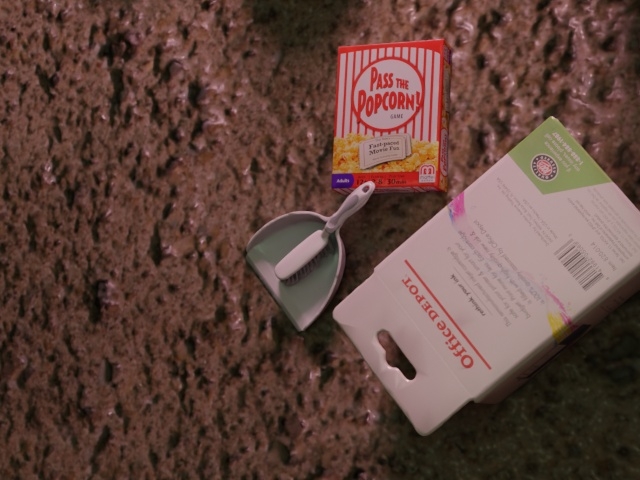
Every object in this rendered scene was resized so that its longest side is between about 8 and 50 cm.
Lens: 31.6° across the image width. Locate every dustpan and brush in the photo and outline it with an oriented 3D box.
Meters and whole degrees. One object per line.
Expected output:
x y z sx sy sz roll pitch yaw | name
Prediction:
0.000 0.000 1.473 0.211 0.060 0.147 -42 68 12 | dustpan and brush

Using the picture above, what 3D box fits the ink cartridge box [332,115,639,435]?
0.213 0.052 1.342 0.353 0.119 0.207 -41 69 11 | ink cartridge box

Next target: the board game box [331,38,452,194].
0.093 -0.158 1.468 0.147 0.045 0.193 -1 81 23 | board game box
